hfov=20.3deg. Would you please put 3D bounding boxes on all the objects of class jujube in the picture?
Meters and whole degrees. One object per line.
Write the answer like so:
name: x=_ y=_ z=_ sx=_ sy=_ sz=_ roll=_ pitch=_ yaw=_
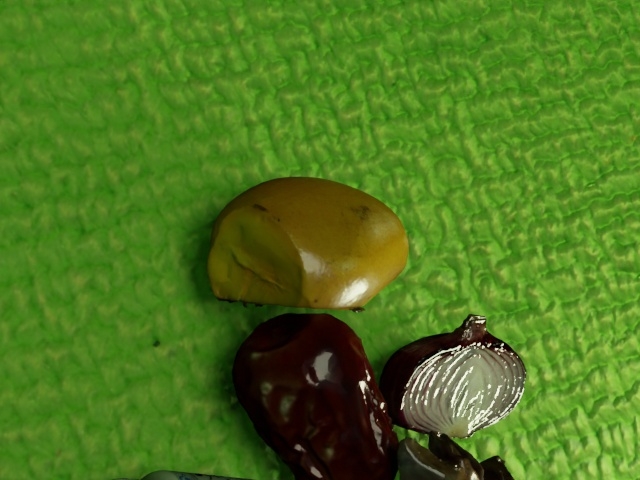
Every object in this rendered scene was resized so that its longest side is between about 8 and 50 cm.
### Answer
jujube: x=0.000 y=0.190 z=1.994 sx=0.155 sy=0.155 sz=0.230 roll=-33 pitch=101 yaw=-38

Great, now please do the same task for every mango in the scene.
mango: x=0.000 y=0.000 z=2.047 sx=0.257 sy=0.187 sz=0.138 roll=-22 pitch=129 yaw=-57

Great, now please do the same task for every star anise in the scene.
star anise: x=0.175 y=0.340 z=2.042 sx=0.349 sy=0.109 sz=0.292 roll=55 pitch=42 yaw=-40

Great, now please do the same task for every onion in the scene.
onion: x=0.148 y=0.155 z=2.140 sx=0.206 sy=0.098 sz=0.151 roll=4 pitch=97 yaw=-38

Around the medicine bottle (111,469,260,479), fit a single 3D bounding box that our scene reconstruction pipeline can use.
medicine bottle: x=-0.136 y=0.299 z=1.886 sx=0.191 sy=0.107 sz=0.107 roll=12 pitch=69 yaw=-34
